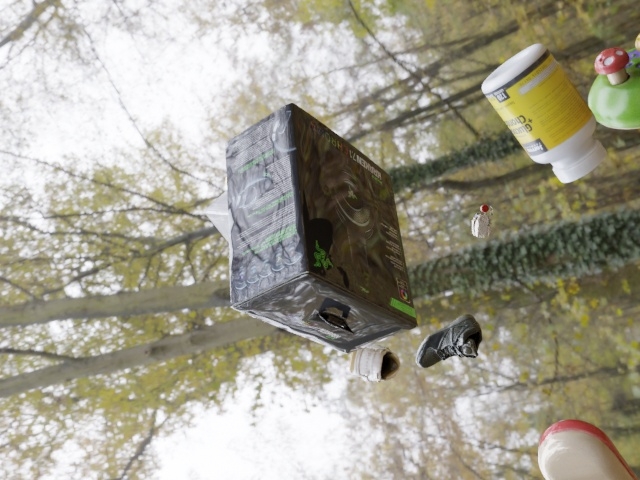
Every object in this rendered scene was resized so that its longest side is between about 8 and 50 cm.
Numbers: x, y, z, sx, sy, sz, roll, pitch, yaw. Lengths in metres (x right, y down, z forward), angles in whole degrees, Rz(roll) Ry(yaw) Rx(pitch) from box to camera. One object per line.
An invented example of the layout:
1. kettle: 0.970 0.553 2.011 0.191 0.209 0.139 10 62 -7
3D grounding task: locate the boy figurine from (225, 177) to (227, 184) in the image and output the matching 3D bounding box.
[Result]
1. boy figurine: -0.121 -0.154 1.796 0.285 0.092 0.177 12 -127 -48

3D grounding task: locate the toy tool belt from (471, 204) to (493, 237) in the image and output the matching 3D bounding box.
1. toy tool belt: 0.402 -0.048 1.776 0.051 0.052 0.083 -53 -33 -85

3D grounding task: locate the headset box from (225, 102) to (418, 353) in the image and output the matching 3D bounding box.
1. headset box: 0.000 0.000 0.990 0.246 0.131 0.283 30 -136 -44

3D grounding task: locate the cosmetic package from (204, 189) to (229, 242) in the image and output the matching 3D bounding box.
1. cosmetic package: -0.100 0.002 1.374 0.107 0.127 0.238 -49 -66 -21

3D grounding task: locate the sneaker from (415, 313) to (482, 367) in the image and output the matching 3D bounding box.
1. sneaker: 0.396 0.327 2.174 0.087 0.227 0.130 55 -176 -24

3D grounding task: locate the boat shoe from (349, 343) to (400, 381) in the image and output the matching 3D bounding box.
1. boat shoe: 0.156 0.317 1.805 0.277 0.096 0.098 23 -105 -68

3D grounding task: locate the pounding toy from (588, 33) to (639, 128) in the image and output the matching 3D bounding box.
1. pounding toy: 0.523 -0.274 1.112 0.183 0.237 0.110 -53 -54 -22

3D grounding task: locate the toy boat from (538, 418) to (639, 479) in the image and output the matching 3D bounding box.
1. toy boat: 0.531 0.432 1.415 0.231 0.151 0.151 50 -145 -23

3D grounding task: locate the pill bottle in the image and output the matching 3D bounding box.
1. pill bottle: 0.319 -0.175 1.002 0.184 0.103 0.103 51 -149 -9
